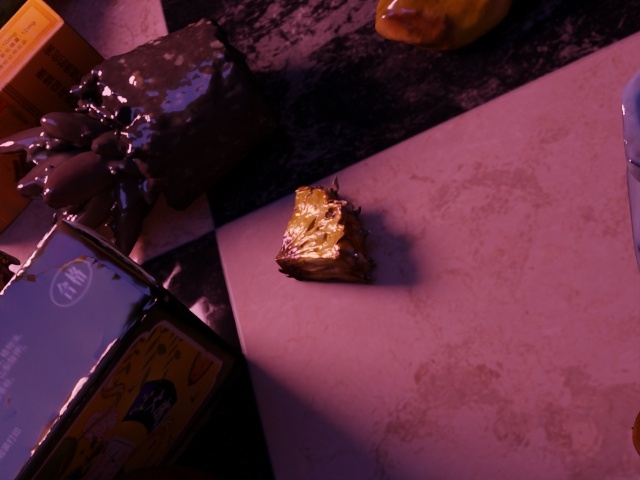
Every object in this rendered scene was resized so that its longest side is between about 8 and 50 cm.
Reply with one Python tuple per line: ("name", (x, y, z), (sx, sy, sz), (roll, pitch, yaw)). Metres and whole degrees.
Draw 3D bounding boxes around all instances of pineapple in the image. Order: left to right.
("pineapple", (0.000, 0.000, 1.735), (0.116, 0.069, 0.137), (-37, 46, 12))

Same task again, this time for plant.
("plant", (-0.220, -0.121, 1.831), (0.321, 0.181, 0.194), (-31, 56, 4))

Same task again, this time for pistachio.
("pistachio", (0.150, -0.281, 1.776), (0.189, 0.100, 0.110), (-33, 33, 19))

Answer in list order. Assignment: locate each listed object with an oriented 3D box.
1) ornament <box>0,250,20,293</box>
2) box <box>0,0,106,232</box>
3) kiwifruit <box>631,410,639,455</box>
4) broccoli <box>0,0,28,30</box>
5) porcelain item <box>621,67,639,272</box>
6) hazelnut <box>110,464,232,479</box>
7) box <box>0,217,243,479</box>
("ornament", (-0.390, 0.044, 1.822), (0.081, 0.203, 0.088), (-47, 57, 9))
("box", (-0.379, -0.144, 1.919), (0.274, 0.174, 0.076), (-48, 56, -2))
("kiwifruit", (0.350, 0.185, 1.456), (0.124, 0.075, 0.075), (7, 69, 25))
("broccoli", (-0.445, -0.313, 2.033), (0.269, 0.269, 0.254), (-20, 96, 17))
("porcelain item", (0.384, -0.015, 1.335), (0.243, 0.405, 0.178), (13, 73, 30))
("hazelnut", (-0.138, 0.411, 1.397), (0.421, 0.352, 0.421), (-12, 28, 6))
("box", (-0.278, 0.217, 1.554), (0.138, 0.373, 0.420), (34, 83, 16))
